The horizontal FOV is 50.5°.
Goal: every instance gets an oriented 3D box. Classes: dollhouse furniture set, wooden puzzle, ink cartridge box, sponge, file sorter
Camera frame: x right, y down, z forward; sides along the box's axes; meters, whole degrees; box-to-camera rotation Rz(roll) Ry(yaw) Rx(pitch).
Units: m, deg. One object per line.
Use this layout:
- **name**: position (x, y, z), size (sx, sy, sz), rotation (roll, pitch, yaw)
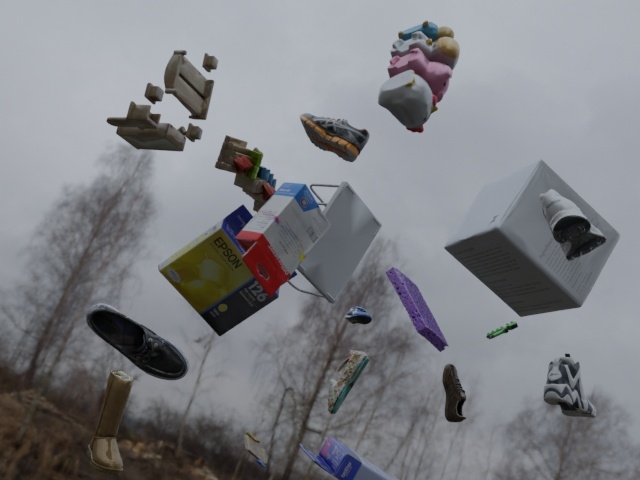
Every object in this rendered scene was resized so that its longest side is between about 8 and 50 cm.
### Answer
- **dollhouse furniture set**: position (-0.480, -0.462, 2.045), size (0.173, 0.356, 0.303), rotation (5, -14, 19)
- **wooden puzzle**: position (-0.172, 0.548, 1.779), size (0.078, 0.014, 0.116), rotation (44, 5, -12)
- **ink cartridge box**: position (0.109, 0.516, 1.467), size (0.311, 0.065, 0.186), rotation (31, -10, -6)
- **sponge**: position (0.235, 0.165, 1.657), size (0.117, 0.031, 0.210), rotation (40, 19, -41)
- **file sorter**: position (0.000, 0.000, 1.905), size (0.173, 0.278, 0.193), rotation (7, -33, 48)
- **ink cartridge box**: position (-0.093, -0.004, 1.502), size (0.078, 0.231, 0.134), rotation (10, -39, 45)
- **ink cartridge box**: position (-0.268, 0.098, 2.033), size (0.304, 0.307, 0.072), rotation (53, 6, -28)

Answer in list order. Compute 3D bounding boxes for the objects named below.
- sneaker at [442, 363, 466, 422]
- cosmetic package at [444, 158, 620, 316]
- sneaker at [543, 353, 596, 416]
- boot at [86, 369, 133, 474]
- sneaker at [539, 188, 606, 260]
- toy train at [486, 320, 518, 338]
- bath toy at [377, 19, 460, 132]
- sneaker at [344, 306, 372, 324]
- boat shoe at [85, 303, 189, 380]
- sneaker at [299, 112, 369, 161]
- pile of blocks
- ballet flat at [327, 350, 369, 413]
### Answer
- **sneaker**: position (0.445, 0.495, 2.212), size (0.066, 0.189, 0.071), rotation (13, -19, -43)
- **cosmetic package**: position (0.713, 0.003, 2.311), size (0.393, 0.327, 0.329), rotation (41, -21, -9)
- **sneaker**: position (0.701, 0.400, 1.896), size (0.235, 0.153, 0.094), rotation (28, -27, -33)
- **boot**: position (-0.640, 0.558, 2.101), size (0.089, 0.270, 0.236), rotation (20, -6, -36)
- **sneaker**: position (0.634, -0.042, 1.716), size (0.111, 0.129, 0.297), rotation (-30, -32, 16)
- **toy train**: position (0.440, 0.218, 1.644), size (0.023, 0.083, 0.017), rotation (-162, -131, -77)
- **bath toy**: position (0.222, -0.354, 1.470), size (0.151, 0.348, 0.129), rotation (-12, -56, 27)
- **sneaker**: position (0.137, 0.257, 2.377), size (0.053, 0.059, 0.144), rotation (43, -22, -20)
- **boat shoe**: position (-0.352, 0.198, 1.314), size (0.228, 0.080, 0.076), rotation (40, -12, -10)
- **sneaker**: position (0.033, -0.268, 1.688), size (0.215, 0.083, 0.084), rotation (35, -17, 32)
- **pile of blocks**: position (-0.188, -0.196, 2.158), size (0.112, 0.149, 0.362), rotation (25, -16, 33)
- **ballet flat**: position (0.078, 0.476, 2.311), size (0.077, 0.241, 0.091), rotation (26, -25, 24)
